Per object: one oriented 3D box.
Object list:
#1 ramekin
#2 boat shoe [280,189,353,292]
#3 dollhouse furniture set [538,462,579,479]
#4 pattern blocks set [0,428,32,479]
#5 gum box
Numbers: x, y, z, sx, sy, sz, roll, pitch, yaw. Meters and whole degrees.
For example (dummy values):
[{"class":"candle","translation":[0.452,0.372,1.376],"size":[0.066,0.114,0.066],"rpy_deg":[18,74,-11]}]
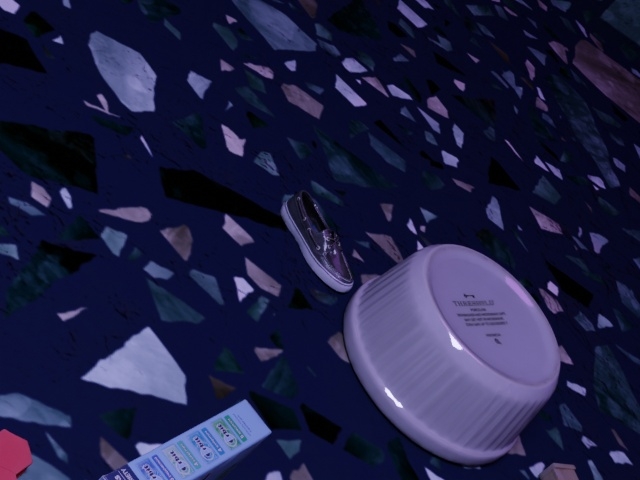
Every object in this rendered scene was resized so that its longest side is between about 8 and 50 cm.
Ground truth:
[{"class":"ramekin","translation":[0.169,0.125,1.520],"size":[0.273,0.127,0.272],"rpy_deg":[28,36,-23]},{"class":"boat shoe","translation":[0.000,0.000,1.560],"size":[0.049,0.040,0.142],"rpy_deg":[-10,60,-52]},{"class":"dollhouse furniture set","translation":[0.296,0.322,1.455],"size":[0.161,0.101,0.181],"rpy_deg":[13,43,-39]},{"class":"pattern blocks set","translation":[-0.367,0.207,0.931],"size":[0.285,0.026,0.324],"rpy_deg":[33,34,-15]},{"class":"gum box","translation":[-0.145,0.216,1.041],"size":[0.041,0.157,0.184],"rpy_deg":[50,33,11]}]
